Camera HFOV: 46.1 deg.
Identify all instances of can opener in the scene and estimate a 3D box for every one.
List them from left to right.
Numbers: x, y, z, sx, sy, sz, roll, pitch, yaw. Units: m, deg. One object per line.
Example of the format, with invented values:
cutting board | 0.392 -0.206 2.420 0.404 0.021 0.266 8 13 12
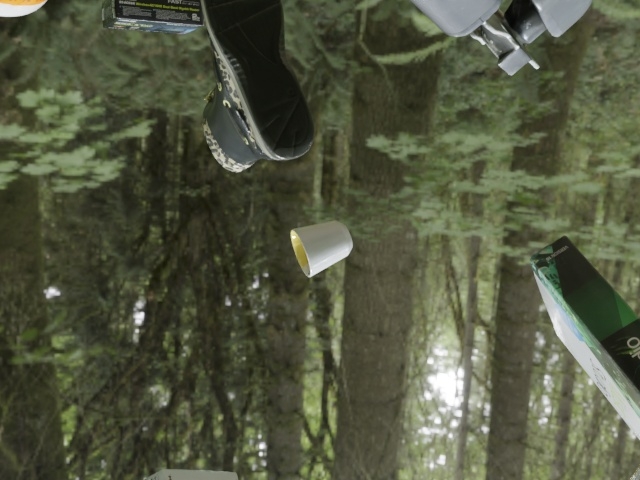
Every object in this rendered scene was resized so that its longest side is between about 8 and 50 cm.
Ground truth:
can opener | 0.094 -0.179 0.454 0.095 0.076 0.283 -38 157 21

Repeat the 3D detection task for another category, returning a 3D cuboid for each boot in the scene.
boot | -0.098 -0.191 0.836 0.085 0.236 0.178 -21 -175 -24

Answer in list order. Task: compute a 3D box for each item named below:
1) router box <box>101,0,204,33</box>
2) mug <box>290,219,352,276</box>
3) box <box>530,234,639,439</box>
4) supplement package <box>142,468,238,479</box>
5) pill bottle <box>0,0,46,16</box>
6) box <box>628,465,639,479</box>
router box | -0.230 -0.311 1.029 0.122 0.038 0.092 -3 -173 -26
mug | 0.001 -0.001 0.930 0.064 0.062 0.078 -21 -125 -13
box | 0.364 0.169 0.845 0.322 0.058 0.232 58 -175 38
supplement package | -0.250 0.486 1.227 0.203 0.149 0.194 -33 149 20
pill bottle | -0.134 -0.228 0.370 0.221 0.121 0.121 -38 171 26
box | 0.513 0.401 1.135 0.103 0.203 0.114 32 -122 25
